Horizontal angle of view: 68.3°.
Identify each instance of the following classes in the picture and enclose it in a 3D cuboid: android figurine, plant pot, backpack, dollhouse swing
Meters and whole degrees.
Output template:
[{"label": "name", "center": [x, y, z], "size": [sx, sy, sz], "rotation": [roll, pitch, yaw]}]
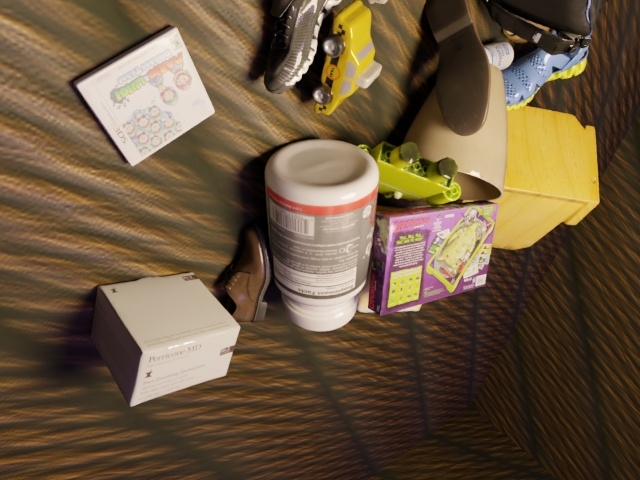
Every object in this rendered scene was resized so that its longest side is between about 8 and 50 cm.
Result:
[{"label": "android figurine", "center": [0.168, -0.137, 1.010], "size": [0.248, 0.273, 0.056], "rotation": [19, 80, -15]}, {"label": "plant pot", "center": [0.323, -0.259, 1.089], "size": [0.256, 0.256, 0.274], "rotation": [22, 84, -53]}, {"label": "backpack", "center": [0.439, -0.542, 0.936], "size": [0.276, 0.263, 0.213], "rotation": [21, 97, -60]}, {"label": "dollhouse swing", "center": [0.537, -0.167, 1.359], "size": [0.305, 0.347, 0.315], "rotation": [127, -31, -74]}]

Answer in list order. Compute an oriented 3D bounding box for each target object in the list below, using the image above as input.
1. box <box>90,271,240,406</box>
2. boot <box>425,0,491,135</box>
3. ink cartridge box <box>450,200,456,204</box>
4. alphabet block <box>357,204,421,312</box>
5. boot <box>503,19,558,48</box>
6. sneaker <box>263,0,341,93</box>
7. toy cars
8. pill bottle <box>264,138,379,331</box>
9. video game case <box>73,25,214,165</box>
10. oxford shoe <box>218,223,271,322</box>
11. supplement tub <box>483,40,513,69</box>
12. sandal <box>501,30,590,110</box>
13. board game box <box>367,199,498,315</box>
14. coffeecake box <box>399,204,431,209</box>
[{"label": "box", "center": [-0.271, 0.159, 0.821], "size": [0.181, 0.182, 0.119], "rotation": [-7, 125, -44]}, {"label": "boot", "center": [0.299, -0.360, 0.967], "size": [0.115, 0.112, 0.305], "rotation": [-1, 83, -54]}, {"label": "ink cartridge box", "center": [0.501, -0.080, 1.545], "size": [0.208, 0.087, 0.153], "rotation": [-9, 125, -43]}, {"label": "alphabet block", "center": [0.158, 0.041, 1.154], "size": [0.193, 0.192, 0.197], "rotation": [2, 120, -31]}, {"label": "boot", "center": [0.603, -0.603, 1.213], "size": [0.269, 0.089, 0.236], "rotation": [-2, 121, -45]}, {"label": "sneaker", "center": [-0.043, -0.349, 0.733], "size": [0.106, 0.078, 0.234], "rotation": [22, 99, -50]}, {"label": "toy cars", "center": [0.101, -0.387, 0.788], "size": [0.393, 0.087, 0.176], "rotation": [-63, 171, 10]}, {"label": "pill bottle", "center": [0.000, 0.000, 0.957], "size": [0.210, 0.210, 0.363], "rotation": [-27, 137, -30]}, {"label": "video game case", "center": [-0.243, -0.204, 0.680], "size": [0.157, 0.019, 0.143], "rotation": [-40, 143, -17]}, {"label": "oxford shoe", "center": [-0.156, 0.074, 0.965], "size": [0.096, 0.083, 0.227], "rotation": [-1, 113, -25]}, {"label": "supplement tub", "center": [0.412, -0.444, 1.152], "size": [0.107, 0.071, 0.071], "rotation": [-27, 137, -31]}, {"label": "sandal", "center": [0.554, -0.450, 1.201], "size": [0.317, 0.126, 0.138], "rotation": [-33, 161, -7]}, {"label": "board game box", "center": [0.254, 0.028, 1.032], "size": [0.347, 0.056, 0.208], "rotation": [-8, 114, -35]}, {"label": "coffeecake box", "center": [0.256, -0.020, 1.344], "size": [0.185, 0.068, 0.142], "rotation": [-8, 126, -44]}]
